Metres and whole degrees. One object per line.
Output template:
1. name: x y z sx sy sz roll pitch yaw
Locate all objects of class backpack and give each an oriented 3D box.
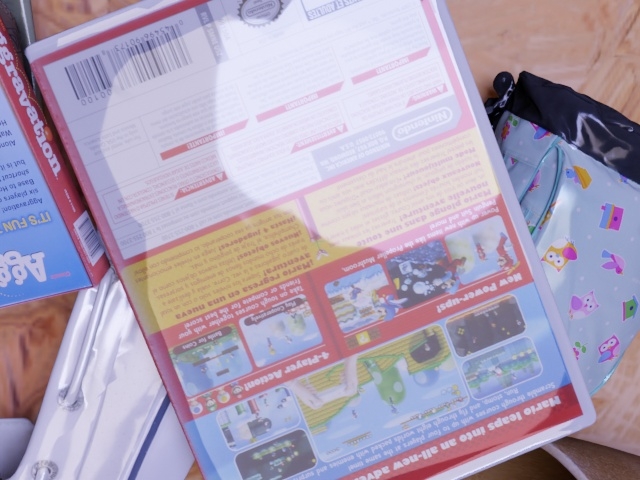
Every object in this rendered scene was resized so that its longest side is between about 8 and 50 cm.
1. backpack: 0.138 0.007 0.522 0.152 0.115 0.182 25 100 -17

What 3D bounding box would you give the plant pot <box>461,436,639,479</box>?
1. plant pot: 0.211 0.244 0.547 0.254 0.237 0.237 9 101 -26

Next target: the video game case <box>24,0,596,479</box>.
1. video game case: 0.000 0.000 0.440 0.204 0.025 0.285 -22 95 -2

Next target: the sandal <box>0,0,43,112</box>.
1. sandal: -0.207 -0.103 0.450 0.120 0.086 0.303 -15 104 -6

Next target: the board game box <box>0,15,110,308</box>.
1. board game box: -0.263 -0.013 0.438 0.281 0.027 0.145 -13 112 13

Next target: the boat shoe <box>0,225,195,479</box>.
1. boat shoe: -0.172 0.145 0.488 0.156 0.136 0.367 25 94 -14
